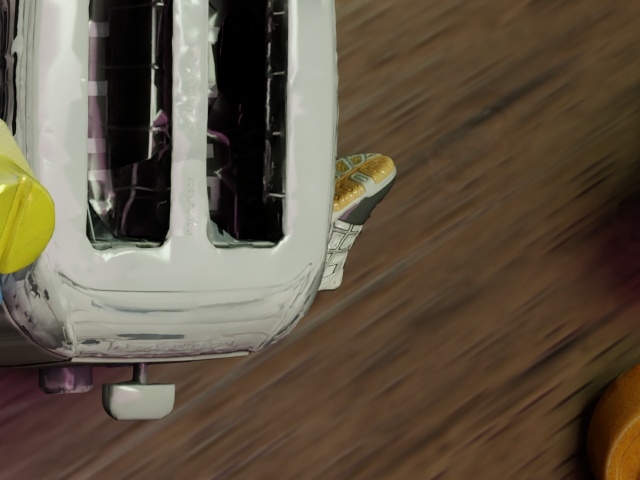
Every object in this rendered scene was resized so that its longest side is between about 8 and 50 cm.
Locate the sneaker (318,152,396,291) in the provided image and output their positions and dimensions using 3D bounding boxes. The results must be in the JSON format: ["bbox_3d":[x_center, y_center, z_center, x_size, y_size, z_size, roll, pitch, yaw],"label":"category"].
[{"bbox_3d":[0.000,0.000,0.771,0.083,0.032,0.037,-41,123,-15],"label":"sneaker"}]

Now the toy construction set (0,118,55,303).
[{"bbox_3d":[-0.228,0.084,0.522,0.328,0.151,0.215,-9,122,-21],"label":"toy construction set"}]

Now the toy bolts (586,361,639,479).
[{"bbox_3d":[0.209,0.008,0.845,0.218,0.158,0.228,-15,114,15],"label":"toy bolts"}]

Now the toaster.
[{"bbox_3d":[-0.072,-0.055,0.663,0.129,0.146,0.227,1,91,-28],"label":"toaster"}]
